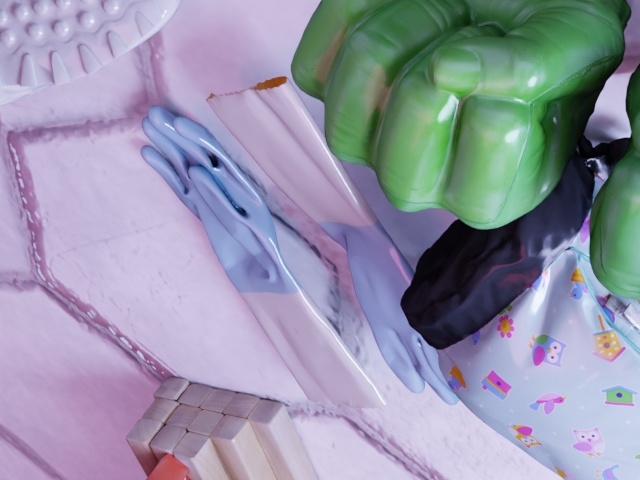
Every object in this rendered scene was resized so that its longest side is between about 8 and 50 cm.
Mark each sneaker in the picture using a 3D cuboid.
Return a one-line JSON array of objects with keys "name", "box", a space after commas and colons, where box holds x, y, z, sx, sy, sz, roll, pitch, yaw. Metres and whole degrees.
[{"name": "sneaker", "box": [-0.168, -0.122, 0.950, 0.235, 0.095, 0.090, -16, 93, 28]}]

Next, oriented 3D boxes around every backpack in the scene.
[{"name": "backpack", "box": [0.141, 0.052, 0.842, 0.182, 0.115, 0.152, 39, 143, -7]}]

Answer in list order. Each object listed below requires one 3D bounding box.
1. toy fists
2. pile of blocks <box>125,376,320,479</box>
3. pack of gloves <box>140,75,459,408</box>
[{"name": "toy fists", "box": [0.123, -0.052, 0.715, 0.279, 0.142, 0.096, 26, 143, 16]}, {"name": "pile of blocks", "box": [-0.080, 0.253, 1.263, 0.149, 0.112, 0.362, 26, 144, 17]}, {"name": "pack of gloves", "box": [0.000, 0.000, 0.986, 0.195, 0.046, 0.232, -1, 128, 57]}]
